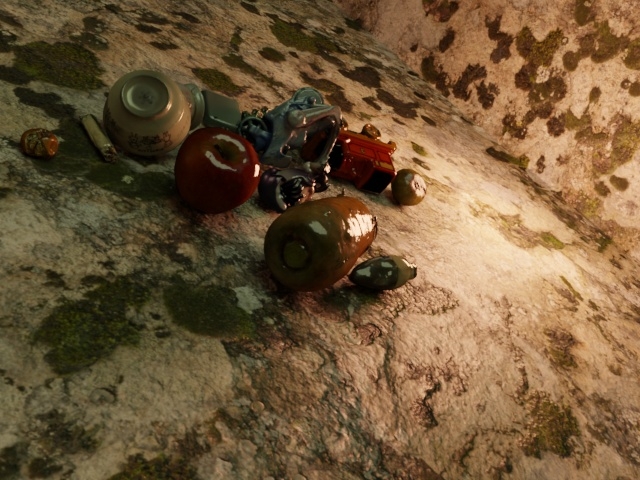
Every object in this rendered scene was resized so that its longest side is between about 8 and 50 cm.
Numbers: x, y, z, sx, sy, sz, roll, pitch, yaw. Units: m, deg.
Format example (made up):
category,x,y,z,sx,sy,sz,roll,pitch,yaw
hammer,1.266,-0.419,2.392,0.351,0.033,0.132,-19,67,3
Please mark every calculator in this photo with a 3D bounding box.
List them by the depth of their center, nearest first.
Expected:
category,x,y,z,sx,sy,sz,roll,pitch,yaw
calculator,-0.328,-0.424,2.220,0.141,0.045,0.246,15,34,-27

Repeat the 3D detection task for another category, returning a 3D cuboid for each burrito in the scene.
category,x,y,z,sx,sy,sz,roll,pitch,yaw
burrito,-0.581,-0.271,1.762,0.045,0.041,0.185,-31,58,-11

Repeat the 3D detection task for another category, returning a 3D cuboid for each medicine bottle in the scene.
category,x,y,z,sx,sy,sz,roll,pitch,yaw
medicine bottle,-0.434,-0.395,1.975,0.143,0.147,0.147,-8,48,-51

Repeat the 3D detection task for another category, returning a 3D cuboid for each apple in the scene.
category,x,y,z,sx,sy,sz,roll,pitch,yaw
apple,-0.269,-0.170,1.735,0.230,0.230,0.230,23,31,-15

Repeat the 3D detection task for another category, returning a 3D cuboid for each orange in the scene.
category,x,y,z,sx,sy,sz,roll,pitch,yaw
orange,-0.670,-0.238,1.605,0.086,0.062,0.086,24,27,-14

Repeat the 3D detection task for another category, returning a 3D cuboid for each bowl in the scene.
category,x,y,z,sx,sy,sz,roll,pitch,yaw
bowl,-0.464,-0.358,1.792,0.238,0.126,0.237,3,72,-10

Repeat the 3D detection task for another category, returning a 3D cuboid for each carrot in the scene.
category,x,y,z,sx,sy,sz,roll,pitch,yaw
carrot,0.000,0.000,1.718,0.224,0.224,0.341,37,22,9

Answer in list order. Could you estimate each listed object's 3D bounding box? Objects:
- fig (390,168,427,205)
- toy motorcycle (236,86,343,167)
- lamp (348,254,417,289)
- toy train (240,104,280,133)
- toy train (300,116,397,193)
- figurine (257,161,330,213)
category,x,y,z,sx,sy,sz,roll,pitch,yaw
fig,0.312,-0.187,2.380,0.153,0.121,0.136,7,72,-67
toy motorcycle,-0.079,-0.329,2.083,0.319,0.182,0.241,-33,70,-17
lamp,0.176,0.090,1.861,0.250,0.101,0.101,0,42,-38
toy train,-0.185,-0.373,2.201,0.081,0.125,0.194,1,20,34
toy train,0.119,-0.293,2.334,0.369,0.163,0.231,11,44,-32
figurine,-0.081,-0.163,1.953,0.145,0.145,0.222,43,48,18
